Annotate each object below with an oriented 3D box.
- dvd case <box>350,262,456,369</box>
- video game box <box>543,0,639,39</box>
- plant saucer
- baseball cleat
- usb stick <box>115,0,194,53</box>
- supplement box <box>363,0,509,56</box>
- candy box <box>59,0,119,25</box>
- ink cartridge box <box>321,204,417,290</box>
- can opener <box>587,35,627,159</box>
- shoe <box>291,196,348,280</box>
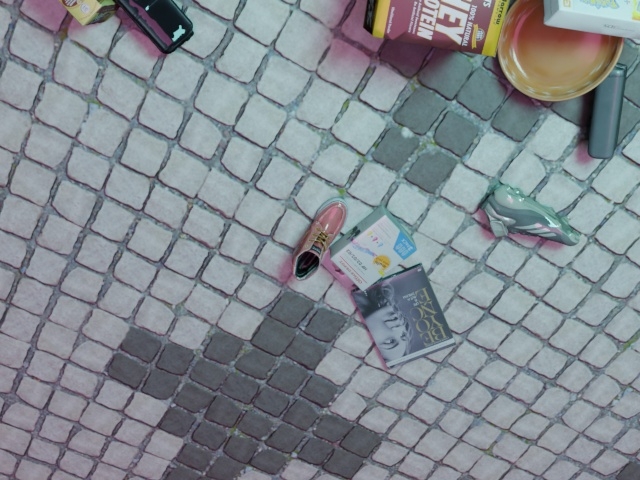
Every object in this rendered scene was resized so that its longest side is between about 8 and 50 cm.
[{"bbox_3d":[0.185,0.171,1.254,0.165,0.018,0.221,-23,113,9],"label":"dvd case"},{"bbox_3d":[0.445,-0.412,0.886,0.205,0.048,0.187,4,78,-10],"label":"video game box"},{"bbox_3d":[0.408,-0.342,0.977,0.200,0.037,0.199,10,114,23],"label":"plant saucer"},{"bbox_3d":[0.414,-0.033,1.145,0.206,0.072,0.109,33,124,-9],"label":"baseball cleat"},{"bbox_3d":[-0.328,-0.438,0.950,0.077,0.045,0.278,-45,109,-7],"label":"usb stick"},{"bbox_3d":[0.177,-0.382,0.904,0.191,0.194,0.129,8,114,-4],"label":"supplement box"},{"bbox_3d":[-0.420,-0.440,0.920,0.053,0.109,0.186,-39,109,15],"label":"candy box"},{"bbox_3d":[0.092,0.028,1.163,0.181,0.061,0.104,-40,109,16],"label":"ink cartridge box"},{"bbox_3d":[0.498,-0.291,1.030,0.095,0.076,0.283,10,118,30],"label":"can opener"},{"bbox_3d":[0.000,0.000,1.139,0.063,0.081,0.178,30,111,-13],"label":"shoe"}]
